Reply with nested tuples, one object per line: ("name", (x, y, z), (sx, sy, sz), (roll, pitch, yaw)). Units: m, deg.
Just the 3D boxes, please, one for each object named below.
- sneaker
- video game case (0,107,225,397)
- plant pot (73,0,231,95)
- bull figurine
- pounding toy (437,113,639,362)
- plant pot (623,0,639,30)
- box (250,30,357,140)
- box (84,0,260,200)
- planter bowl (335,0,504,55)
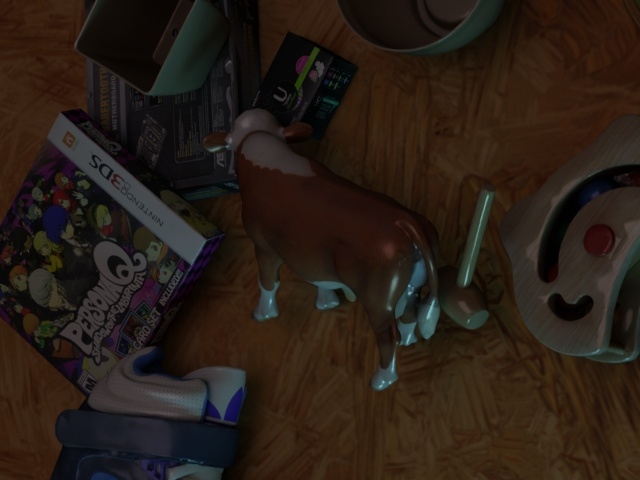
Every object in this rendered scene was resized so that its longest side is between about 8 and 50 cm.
("sneaker", (-0.112, 0.241, 1.686), (0.323, 0.130, 0.236), (34, 99, 29))
("video game case", (-0.229, 0.021, 1.794), (0.210, 0.042, 0.232), (41, 116, 18))
("plant pot", (-0.152, -0.201, 1.725), (0.109, 0.096, 0.109), (32, 100, 29))
("bull figurine", (0.000, 0.000, 1.628), (0.310, 0.101, 0.188), (32, 136, 50))
("pounding toy", (0.221, 0.012, 1.509), (0.269, 0.155, 0.154), (-42, 62, 21))
("plant pot", (0.323, -0.252, 1.468), (0.205, 0.188, 0.205), (-5, 80, 30))
("box", (-0.016, -0.150, 1.731), (0.062, 0.052, 0.083), (32, 100, 29))
("box", (-0.150, -0.156, 1.808), (0.183, 0.056, 0.231), (-9, 79, 30))
("planter bowl", (0.107, -0.241, 1.639), (0.162, 0.109, 0.162), (-4, 81, 30))
